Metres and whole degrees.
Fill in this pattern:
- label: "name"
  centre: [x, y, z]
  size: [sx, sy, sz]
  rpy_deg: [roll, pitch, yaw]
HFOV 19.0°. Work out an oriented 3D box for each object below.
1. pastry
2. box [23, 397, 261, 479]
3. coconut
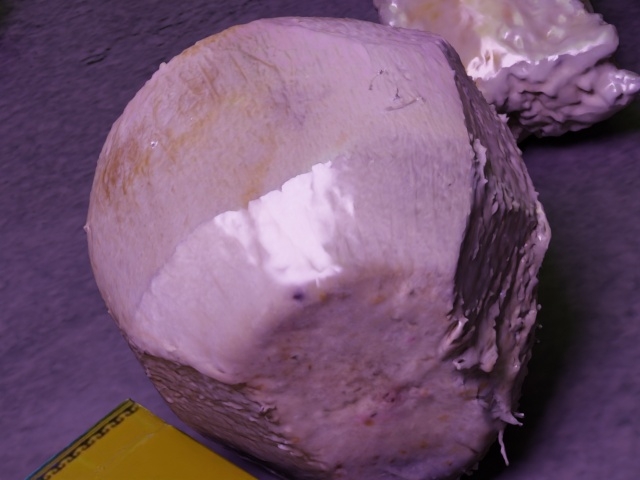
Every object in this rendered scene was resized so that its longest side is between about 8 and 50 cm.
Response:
- label: "pastry"
  centre: [0.061, -0.157, 0.930]
  size: [0.121, 0.089, 0.258]
  rpy_deg: [-17, 67, -2]
- label: "box"
  centre: [-0.039, 0.160, 0.675]
  size: [0.153, 0.041, 0.279]
  rpy_deg: [-39, 40, -24]
- label: "coconut"
  centre: [-0.002, -0.002, 0.759]
  size: [0.194, 0.194, 0.194]
  rpy_deg: [-12, 36, 9]
